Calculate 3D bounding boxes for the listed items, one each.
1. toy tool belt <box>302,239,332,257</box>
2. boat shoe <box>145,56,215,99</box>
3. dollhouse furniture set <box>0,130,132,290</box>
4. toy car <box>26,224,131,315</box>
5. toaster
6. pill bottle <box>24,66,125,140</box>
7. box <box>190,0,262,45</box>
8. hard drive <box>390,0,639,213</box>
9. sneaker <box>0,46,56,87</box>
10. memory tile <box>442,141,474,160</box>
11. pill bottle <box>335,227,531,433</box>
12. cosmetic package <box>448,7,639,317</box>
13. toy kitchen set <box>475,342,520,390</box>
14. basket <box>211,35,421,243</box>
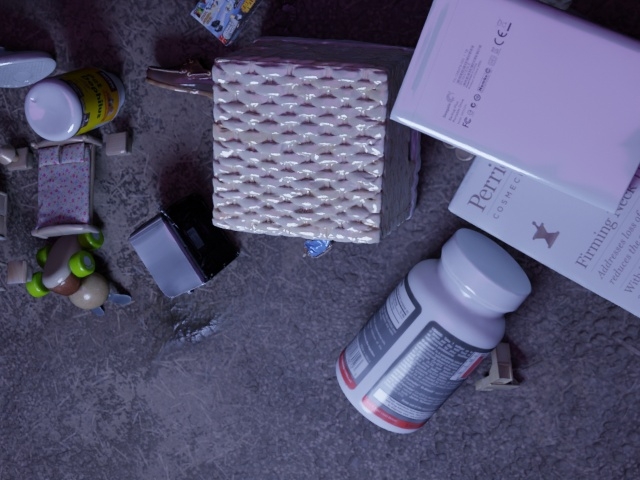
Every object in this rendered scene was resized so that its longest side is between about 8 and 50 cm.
[{"bbox_3d":[0.000,0.000,1.926,0.052,0.051,0.083,47,114,-2],"label":"toy tool belt"},{"bbox_3d":[-0.231,-0.313,1.887,0.207,0.073,0.073,12,109,6],"label":"boat shoe"},{"bbox_3d":[-0.566,-0.064,1.948,0.356,0.174,0.303,-7,77,21],"label":"dollhouse furniture set"},{"bbox_3d":[-0.492,0.085,2.091,0.155,0.149,0.188,-23,128,26],"label":"toy car"},{"bbox_3d":[-0.269,0.004,1.948,0.110,0.168,0.185,-29,98,24],"label":"toaster"},{"bbox_3d":[-0.460,-0.266,1.892,0.117,0.215,0.117,5,109,16],"label":"pill bottle"},{"bbox_3d":[-0.167,-0.445,1.844,0.094,0.027,0.137,42,115,2],"label":"box"},{"bbox_3d":[0.302,-0.214,1.407,0.353,0.047,0.233,25,112,11],"label":"hard drive"},{"bbox_3d":[-0.666,-0.384,1.986,0.256,0.094,0.151,-9,67,-6],"label":"sneaker"},{"bbox_3d":[0.264,-0.227,1.766,0.113,0.012,0.148,46,118,29],"label":"memory tile"},{"bbox_3d":[0.208,0.167,1.829,0.210,0.210,0.363,39,115,2],"label":"pill bottle"},{"bbox_3d":[0.472,-0.127,1.585,0.394,0.327,0.329,30,114,7],"label":"cosmetic package"},{"bbox_3d":[0.347,0.247,1.915,0.068,0.075,0.083,7,154,-23],"label":"toy kitchen set"},{"bbox_3d":[-0.001,-0.178,1.753,0.331,0.266,0.328,6,109,14],"label":"basket"}]
